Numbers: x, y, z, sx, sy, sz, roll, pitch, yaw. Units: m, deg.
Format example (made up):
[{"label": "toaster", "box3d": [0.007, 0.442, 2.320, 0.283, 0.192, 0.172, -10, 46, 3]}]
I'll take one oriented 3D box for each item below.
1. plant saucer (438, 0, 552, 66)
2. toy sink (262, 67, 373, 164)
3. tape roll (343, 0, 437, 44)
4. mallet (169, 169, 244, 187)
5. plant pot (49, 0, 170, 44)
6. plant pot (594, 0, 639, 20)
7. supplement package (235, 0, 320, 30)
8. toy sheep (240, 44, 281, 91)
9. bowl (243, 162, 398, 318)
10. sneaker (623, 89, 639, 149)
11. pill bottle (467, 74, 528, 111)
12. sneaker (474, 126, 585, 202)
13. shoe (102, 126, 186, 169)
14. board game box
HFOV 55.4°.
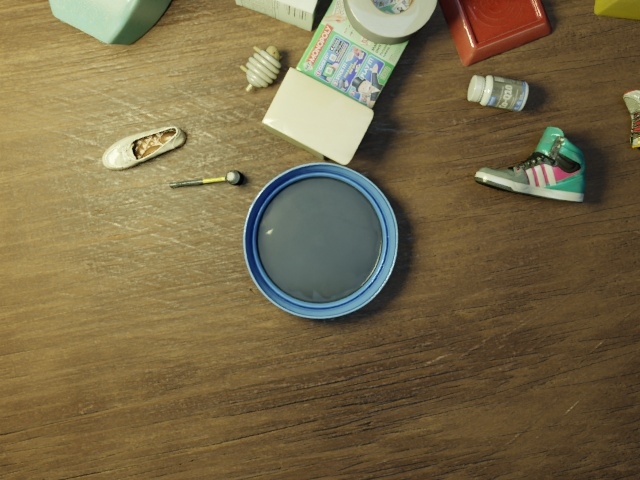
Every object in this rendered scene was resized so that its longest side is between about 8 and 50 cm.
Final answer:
[{"label": "plant saucer", "box3d": [0.448, -0.618, 1.571, 0.258, 0.048, 0.259, -21, 92, -2]}, {"label": "toy sink", "box3d": [-0.004, -0.295, 1.514, 0.234, 0.131, 0.153, 27, 90, 1]}, {"label": "tape roll", "box3d": [0.165, -0.585, 1.453, 0.219, 0.072, 0.219, 0, 93, -4]}, {"label": "mallet", "box3d": [-0.287, -0.151, 1.554, 0.189, 0.062, 0.039, -6, 91, 12]}, {"label": "plant pot", "box3d": [-0.494, -0.605, 1.428, 0.247, 0.248, 0.252, 28, 106, -4]}, {"label": "plant pot", "box3d": [0.841, -0.686, 1.521, 0.212, 0.187, 0.212, 6, 92, -3]}, {"label": "supplement package", "box3d": [-0.085, -0.654, 1.487, 0.203, 0.149, 0.194, 20, 91, -4]}, {"label": "toy sheep", "box3d": [-0.148, -0.429, 1.526, 0.091, 0.091, 0.132, 34, 103, -4]}, {"label": "bowl", "box3d": [0.000, 0.000, 1.550, 0.390, 0.077, 0.392, 0, 92, -3]}, {"label": "sneaker", "box3d": [0.850, -0.288, 1.584, 0.092, 0.088, 0.225, -30, 93, -1]}, {"label": "pill bottle", "box3d": [0.453, -0.379, 1.562, 0.137, 0.078, 0.078, 9, 91, -3]}, {"label": "sneaker", "box3d": [0.546, -0.202, 1.548, 0.295, 0.124, 0.179, 8, 96, -11]}, {"label": "shoe", "box3d": [-0.447, -0.237, 1.525, 0.219, 0.058, 0.077, -22, 93, -2]}, {"label": "board game box", "box3d": [0.104, -0.505, 1.511, 0.213, 0.046, 0.317, 29, 90, -4]}]
